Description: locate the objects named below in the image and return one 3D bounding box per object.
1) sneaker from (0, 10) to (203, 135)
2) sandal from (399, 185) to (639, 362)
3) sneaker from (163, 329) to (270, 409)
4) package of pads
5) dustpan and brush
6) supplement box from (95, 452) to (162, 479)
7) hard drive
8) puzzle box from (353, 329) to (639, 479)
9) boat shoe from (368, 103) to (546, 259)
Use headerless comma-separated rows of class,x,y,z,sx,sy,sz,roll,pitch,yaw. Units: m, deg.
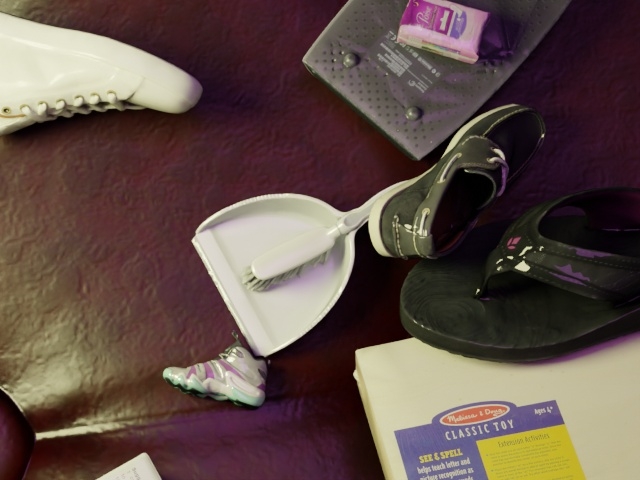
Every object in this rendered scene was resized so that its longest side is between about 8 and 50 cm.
sneaker,-0.260,-0.143,1.589,0.290,0.106,0.123,14,83,8
sandal,0.289,0.005,1.539,0.446,0.107,0.167,-9,42,-4
sneaker,-0.095,0.116,1.552,0.098,0.038,0.069,16,72,-9
package of pads,0.120,-0.208,1.600,0.083,0.032,0.050,17,71,1
dustpan and brush,0.000,0.000,1.576,0.211,0.060,0.147,-27,77,-11
supplement box,-0.222,0.293,1.453,0.220,0.111,0.114,-30,78,-11
hard drive,0.121,-0.211,1.647,0.172,0.054,0.254,41,76,8
puzzle box,0.255,0.174,1.488,0.409,0.052,0.272,-10,47,-6
boat shoe,0.149,-0.054,1.566,0.233,0.079,0.084,-39,116,-33
